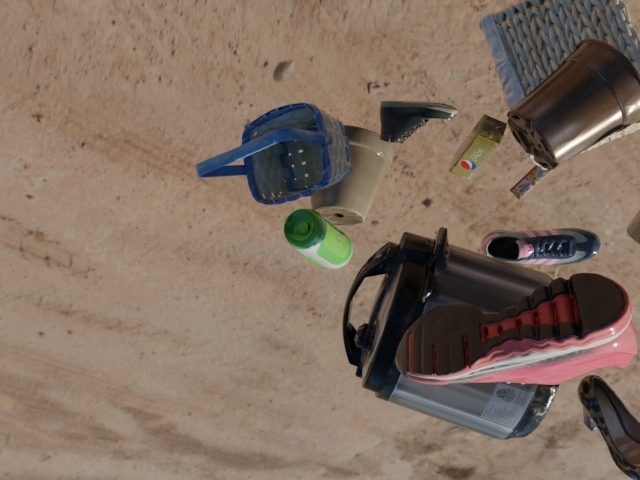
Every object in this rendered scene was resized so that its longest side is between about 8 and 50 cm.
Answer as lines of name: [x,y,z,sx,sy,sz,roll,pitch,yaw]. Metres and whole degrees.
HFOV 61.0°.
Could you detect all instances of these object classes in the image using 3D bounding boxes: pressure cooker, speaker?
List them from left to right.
speaker: [0.000,0.000,1.627,0.131,0.131,0.296,-26,157,14]
pressure cooker: [0.257,0.184,1.147,0.420,0.369,0.375,17,169,6]

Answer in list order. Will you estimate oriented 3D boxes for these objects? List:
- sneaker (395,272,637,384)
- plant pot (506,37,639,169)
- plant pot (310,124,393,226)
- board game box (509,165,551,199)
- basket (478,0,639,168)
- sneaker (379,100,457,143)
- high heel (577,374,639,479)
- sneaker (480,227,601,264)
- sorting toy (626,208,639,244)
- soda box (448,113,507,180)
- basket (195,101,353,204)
sneaker: [0.249,0.152,0.710,0.314,0.116,0.136,-20,125,33]
plant pot: [0.418,-0.215,0.907,0.165,0.167,0.167,-38,127,7]
plant pot: [0.087,-0.211,1.941,0.323,0.280,0.323,8,163,3]
board game box: [0.669,-0.219,1.615,0.147,0.045,0.193,-36,168,-29]
basket: [0.552,-0.358,1.206,0.266,0.331,0.328,-20,172,26]
sneaker: [0.276,-0.333,1.545,0.222,0.083,0.118,11,111,27]
high heel: [0.651,0.403,1.136,0.093,0.261,0.186,-31,125,-12]
sneaker: [0.615,0.026,1.538,0.319,0.131,0.112,-3,98,27]
sorting toy: [0.758,-0.006,1.145,0.038,0.208,0.193,-26,149,-14]
soda box: [0.364,-0.213,1.269,0.058,0.061,0.181,22,159,1]
basket: [-0.088,-0.181,1.160,0.255,0.289,0.201,-12,93,34]
